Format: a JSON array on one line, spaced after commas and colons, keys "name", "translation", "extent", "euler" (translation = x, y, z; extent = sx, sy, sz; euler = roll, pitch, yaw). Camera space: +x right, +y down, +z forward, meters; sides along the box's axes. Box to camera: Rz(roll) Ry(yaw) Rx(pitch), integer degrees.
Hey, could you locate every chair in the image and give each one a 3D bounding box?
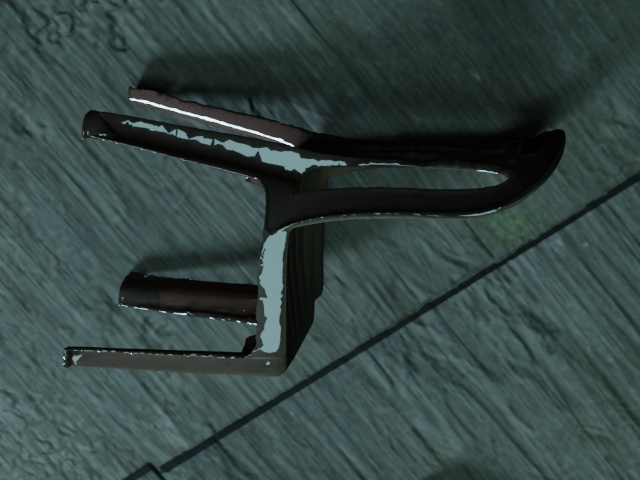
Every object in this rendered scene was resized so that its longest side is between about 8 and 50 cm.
[{"name": "chair", "translation": [0.000, 0.000, 1.341], "extent": [0.327, 0.175, 0.183], "euler": [7, 107, 9]}]
